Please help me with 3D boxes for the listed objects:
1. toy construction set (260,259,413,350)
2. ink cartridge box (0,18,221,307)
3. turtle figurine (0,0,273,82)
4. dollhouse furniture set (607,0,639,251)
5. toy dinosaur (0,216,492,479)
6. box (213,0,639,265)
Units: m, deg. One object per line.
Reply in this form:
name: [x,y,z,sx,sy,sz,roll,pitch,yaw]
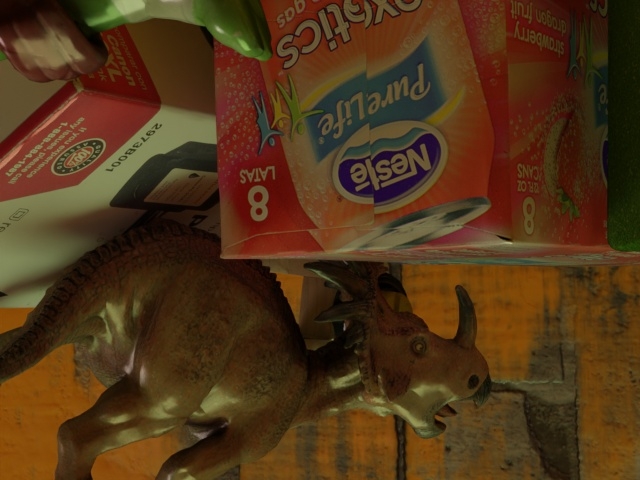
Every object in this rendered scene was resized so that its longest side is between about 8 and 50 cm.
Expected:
toy construction set: [0.000,0.000,0.963,0.257,0.237,0.309,-3,177,27]
ink cartridge box: [-0.119,-0.049,0.648,0.172,0.100,0.237,-37,161,23]
turtle figurine: [-0.153,-0.028,0.387,0.266,0.198,0.274,-20,-144,11]
dollhouse furniture set: [0.287,-0.076,0.477,0.302,0.151,0.197,-1,177,-25]
toy dinosaur: [-0.055,0.046,0.662,0.200,0.127,0.296,-43,143,12]
box: [0.089,-0.063,0.624,0.142,0.154,0.300,-4,177,32]
